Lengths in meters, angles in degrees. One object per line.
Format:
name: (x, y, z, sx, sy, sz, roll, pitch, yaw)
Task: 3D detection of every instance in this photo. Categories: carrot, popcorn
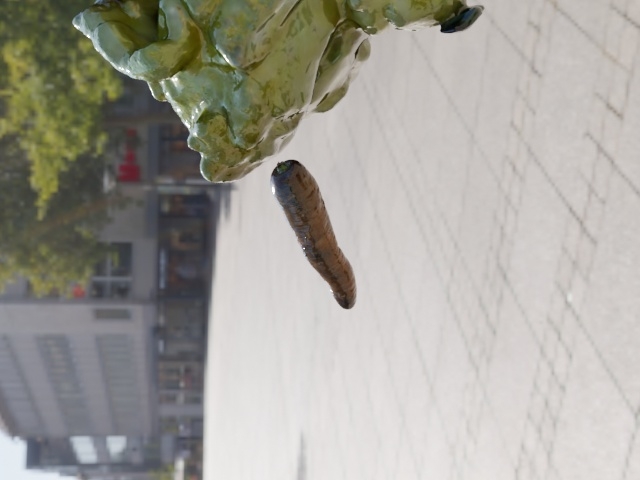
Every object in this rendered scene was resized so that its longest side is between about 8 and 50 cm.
carrot: (-0.001, 0.001, 0.909, 0.035, 0.036, 0.165, -98, -13, -52)
popcorn: (-0.064, -0.195, 0.975, 0.237, 0.293, 0.293, 54, 179, -9)
